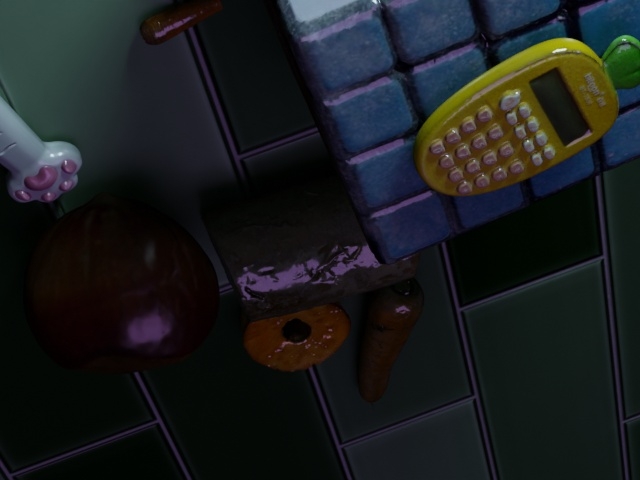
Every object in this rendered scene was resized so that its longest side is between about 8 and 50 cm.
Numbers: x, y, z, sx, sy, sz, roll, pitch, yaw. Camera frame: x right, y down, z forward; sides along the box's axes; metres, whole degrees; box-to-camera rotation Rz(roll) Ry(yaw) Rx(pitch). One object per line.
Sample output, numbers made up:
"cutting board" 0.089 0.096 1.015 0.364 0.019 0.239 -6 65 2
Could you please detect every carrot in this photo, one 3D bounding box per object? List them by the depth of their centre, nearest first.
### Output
"carrot" -0.150 -0.238 1.776 0.093 0.032 0.032 -24 140 -2
"carrot" 0.085 0.154 2.291 0.078 0.078 0.298 -8 142 -16

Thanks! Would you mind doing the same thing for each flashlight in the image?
"flashlight" -0.340 -0.106 1.822 0.093 0.047 0.200 -30 140 10

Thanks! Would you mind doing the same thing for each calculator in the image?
"calculator" 0.194 -0.117 1.529 0.235 0.032 0.146 -29 139 9

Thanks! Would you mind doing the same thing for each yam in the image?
"yam" 0.000 0.000 2.004 0.268 0.161 0.161 -15 140 -9

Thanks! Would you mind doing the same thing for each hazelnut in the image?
"hazelnut" -0.237 0.052 1.936 0.229 0.229 0.229 -13 139 -11

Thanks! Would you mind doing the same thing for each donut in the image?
"donut" -0.037 0.106 2.186 0.152 0.058 0.152 -12 138 -11

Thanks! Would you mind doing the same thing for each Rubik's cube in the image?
"Rubik's cube" 0.121 -0.245 1.644 0.337 0.343 0.344 -24 140 1
